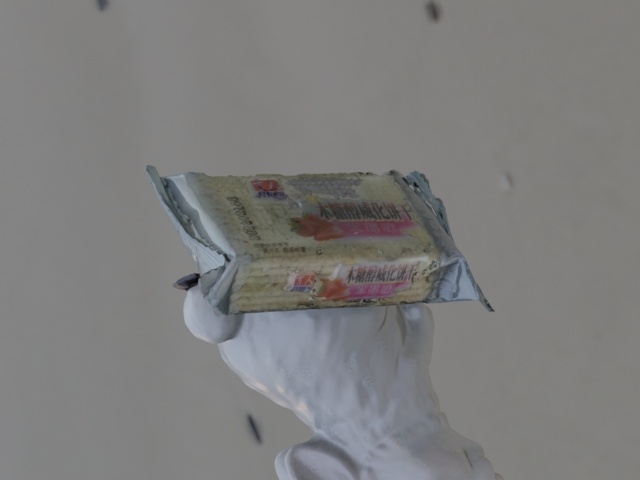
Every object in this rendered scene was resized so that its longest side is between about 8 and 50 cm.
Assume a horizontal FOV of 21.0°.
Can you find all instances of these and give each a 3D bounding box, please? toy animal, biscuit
[{"bbox_3d":[0.024,0.157,1.747,0.357,0.258,0.194,64,156,5],"label":"toy animal"},{"bbox_3d":[-0.001,-0.003,1.603,0.186,0.309,0.079,63,143,42],"label":"biscuit"}]
